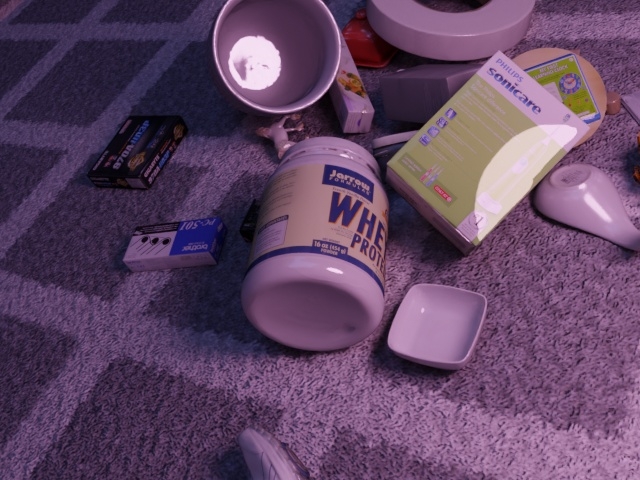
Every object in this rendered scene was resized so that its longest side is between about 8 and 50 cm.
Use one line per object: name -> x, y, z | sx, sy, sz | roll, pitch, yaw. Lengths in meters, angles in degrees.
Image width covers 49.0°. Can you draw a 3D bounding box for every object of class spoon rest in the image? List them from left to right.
spoon rest -> 0.472, -0.056, 1.189 | 0.137, 0.084, 0.276 | -30, 31, -6

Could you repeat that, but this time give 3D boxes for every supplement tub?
supplement tub -> 0.000, 0.000, 1.220 | 0.236, 0.235, 0.324 | -8, 47, 18

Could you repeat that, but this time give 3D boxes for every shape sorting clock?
shape sorting clock -> 0.425, -0.262, 1.309 | 0.206, 0.040, 0.206 | -1, 82, 4

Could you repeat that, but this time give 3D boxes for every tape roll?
tape roll -> 0.302, -0.562, 1.644 | 0.393, 0.072, 0.391 | 0, 49, 0

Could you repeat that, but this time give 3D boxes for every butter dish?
butter dish -> 0.117, -0.514, 1.726 | 0.160, 0.118, 0.160 | 17, 58, 35

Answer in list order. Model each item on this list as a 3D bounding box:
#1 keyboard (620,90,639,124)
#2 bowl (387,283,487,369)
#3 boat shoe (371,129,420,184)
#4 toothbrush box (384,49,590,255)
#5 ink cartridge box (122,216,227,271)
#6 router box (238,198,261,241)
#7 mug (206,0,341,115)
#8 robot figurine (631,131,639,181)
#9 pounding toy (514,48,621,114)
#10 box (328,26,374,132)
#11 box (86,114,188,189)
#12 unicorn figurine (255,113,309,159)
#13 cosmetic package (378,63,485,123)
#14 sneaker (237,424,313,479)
keyboard -> 0.639, -0.202, 1.285 | 0.072, 0.014, 0.256 | -16, 45, 3
bowl -> 0.191, 0.144, 1.133 | 0.142, 0.053, 0.142 | 10, 54, 30
boat shoe -> 0.263, -0.174, 1.387 | 0.320, 0.116, 0.098 | -6, 92, 8
toothbrush box -> 0.281, -0.147, 1.219 | 0.206, 0.122, 0.283 | 43, 86, 9
ink cartridge box -> -0.306, 0.009, 1.484 | 0.207, 0.046, 0.097 | -6, 49, 19
router box -> -0.095, -0.041, 1.441 | 0.123, 0.038, 0.092 | 2, 51, 25
mug -> -0.128, -0.470, 1.605 | 0.277, 0.373, 0.328 | -4, 8, -13
robot figurine -> 0.643, -0.166, 1.134 | 0.291, 0.085, 0.211 | -24, 39, 38
pounding toy -> 0.477, -0.291, 1.377 | 0.206, 0.094, 0.181 | 2, 51, 26
box -> 0.048, -0.378, 1.626 | 0.063, 0.067, 0.323 | -3, 50, -17
box -> -0.455, -0.224, 1.760 | 0.175, 0.051, 0.220 | 5, 53, 28
unicorn figurine -> -0.089, -0.240, 1.606 | 0.111, 0.060, 0.161 | -20, 42, -1
cosmetic package -> 0.236, -0.297, 1.420 | 0.127, 0.107, 0.238 | -21, 19, -22
sneaker -> -0.057, 0.384, 0.989 | 0.129, 0.111, 0.297 | -38, 44, -4
